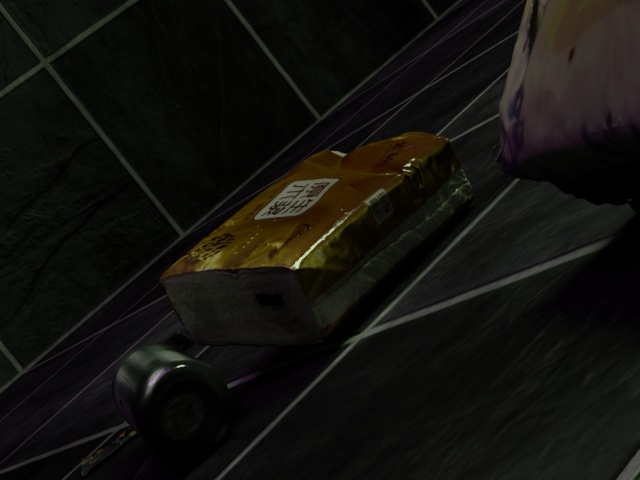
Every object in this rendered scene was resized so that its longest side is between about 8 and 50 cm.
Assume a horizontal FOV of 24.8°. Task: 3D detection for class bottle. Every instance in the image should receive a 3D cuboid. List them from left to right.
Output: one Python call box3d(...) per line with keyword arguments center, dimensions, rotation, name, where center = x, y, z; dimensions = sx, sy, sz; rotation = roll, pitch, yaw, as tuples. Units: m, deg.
box3d(center=(-0.127, 0.124, 1.227), dimensions=(0.096, 0.079, 0.253), rotation=(-61, 10, -8), name="bottle")

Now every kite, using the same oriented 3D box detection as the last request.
box3d(center=(-0.209, 0.207, 1.435), dimensions=(0.122, 0.004, 0.090), rotation=(-33, 8, 32), name="kite")

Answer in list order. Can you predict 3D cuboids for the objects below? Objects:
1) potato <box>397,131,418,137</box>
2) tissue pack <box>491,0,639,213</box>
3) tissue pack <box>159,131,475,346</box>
box3d(center=(0.101, -0.100, 1.684), dimensions=(0.092, 0.046, 0.045), rotation=(135, 149, -68), name="potato")
box3d(center=(0.210, -0.140, 0.725), dimensions=(0.343, 0.125, 0.242), rotation=(178, 107, -79), name="tissue pack")
box3d(center=(0.000, 0.000, 1.242), dimensions=(0.183, 0.092, 0.226), rotation=(-3, 31, 46), name="tissue pack")
